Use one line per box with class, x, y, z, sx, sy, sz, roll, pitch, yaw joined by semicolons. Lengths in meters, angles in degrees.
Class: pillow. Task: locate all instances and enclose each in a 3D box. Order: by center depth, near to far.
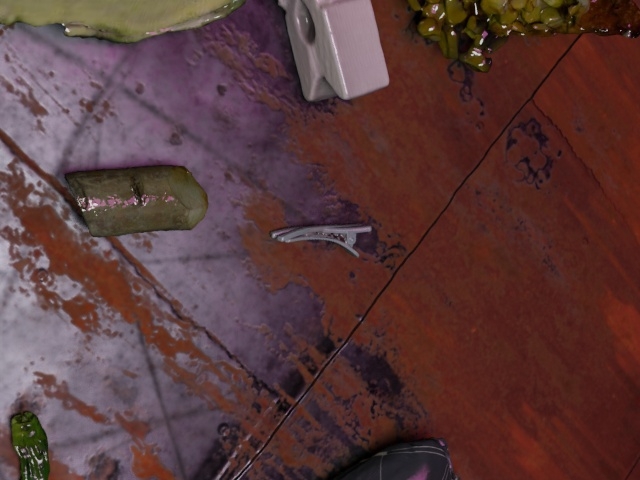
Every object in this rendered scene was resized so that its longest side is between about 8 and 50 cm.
pillow;0.029;0.352;1.073;0.335;0.093;0.161;-34;113;-22

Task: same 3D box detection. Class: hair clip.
hair clip;-0.007;-0.311;1.005;0.085;0.101;0.330;-25;106;-30
hair clip;0.001;0.000;1.067;0.115;0.030;0.039;0;95;-29

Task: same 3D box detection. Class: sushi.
sushi;0.216;-0.304;1.101;0.296;0.167;0.179;23;60;-35

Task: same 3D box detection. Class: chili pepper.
chili pepper;-0.280;0.207;0.933;0.030;0.034;0.091;-3;97;5

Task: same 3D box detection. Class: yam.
yam;-0.176;-0.040;0.946;0.147;0.070;0.069;-6;96;-27

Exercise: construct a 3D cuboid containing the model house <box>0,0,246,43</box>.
model house;-0.186;-0.358;0.855;0.321;0.261;0.266;-11;73;-45
